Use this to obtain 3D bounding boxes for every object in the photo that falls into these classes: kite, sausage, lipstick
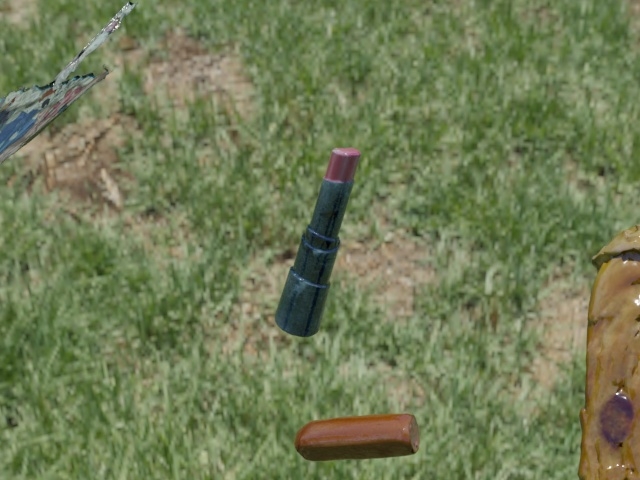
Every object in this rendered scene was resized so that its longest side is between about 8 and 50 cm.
[{"bbox_3d":[-0.332,-0.154,1.406,0.368,0.014,0.406,-51,25,-19],"label":"kite"},{"bbox_3d":[0.034,0.193,1.182,0.131,0.041,0.039,-8,40,27],"label":"sausage"},{"bbox_3d":[0.000,0.000,1.294,0.053,0.234,0.053,11,35,-8],"label":"lipstick"}]

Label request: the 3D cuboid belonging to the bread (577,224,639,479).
[{"bbox_3d":[0.202,0.068,0.514,0.149,0.143,0.158,5,80,32],"label":"bread"}]
